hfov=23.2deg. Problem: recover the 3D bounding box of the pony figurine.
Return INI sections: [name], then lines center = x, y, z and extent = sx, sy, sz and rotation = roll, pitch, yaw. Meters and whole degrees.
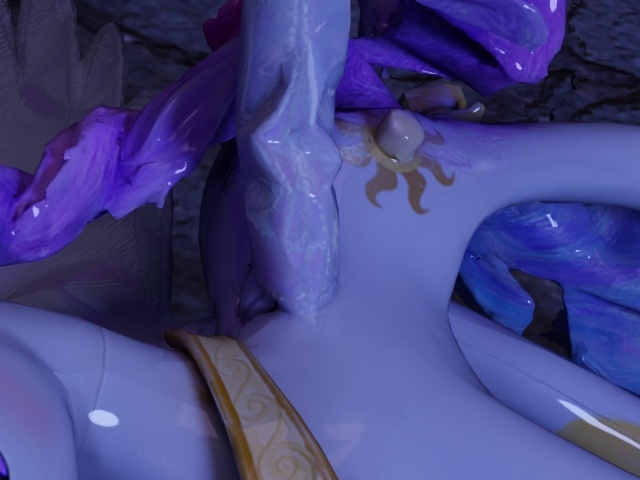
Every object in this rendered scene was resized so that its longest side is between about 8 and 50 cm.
[pony figurine]
center = 0.000, 0.000, 0.428
extent = 0.363, 0.303, 0.351
rotation = 18, 44, -22
